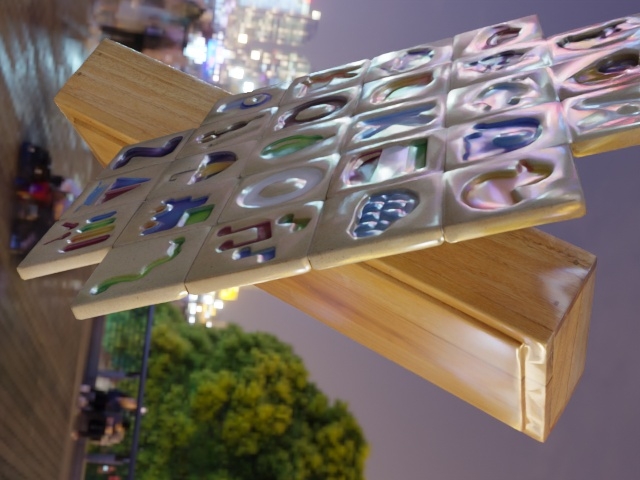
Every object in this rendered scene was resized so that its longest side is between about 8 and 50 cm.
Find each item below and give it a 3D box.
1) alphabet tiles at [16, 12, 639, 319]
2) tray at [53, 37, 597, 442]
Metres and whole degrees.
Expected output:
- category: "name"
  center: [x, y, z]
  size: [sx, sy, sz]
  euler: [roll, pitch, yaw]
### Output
- category: "alphabet tiles"
  center: [0.016, -0.055, 0.512]
  size: [0.285, 0.342, 0.011]
  euler: [-73, 148, -62]
- category: "tray"
  center: [0.000, 0.000, 0.713]
  size: [0.076, 0.411, 0.203]
  euler: [-54, 154, -18]
